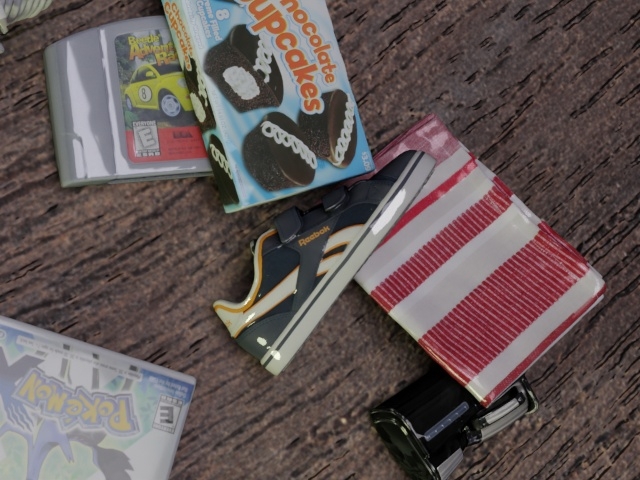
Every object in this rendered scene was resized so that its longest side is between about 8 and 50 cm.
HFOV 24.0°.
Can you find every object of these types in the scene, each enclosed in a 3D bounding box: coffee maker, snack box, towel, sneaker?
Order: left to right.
[{"bbox_3d":[-0.068,-0.211,1.802,0.187,0.060,0.321,-17,90,-27],"label":"snack box"},{"bbox_3d":[0.000,0.000,1.787,0.127,0.126,0.321,39,92,4],"label":"sneaker"},{"bbox_3d":[0.153,0.195,1.879,0.178,0.120,0.171,-33,74,-23],"label":"coffee maker"},{"bbox_3d":[0.168,0.017,1.876,0.237,0.037,0.329,-40,77,-21],"label":"towel"}]

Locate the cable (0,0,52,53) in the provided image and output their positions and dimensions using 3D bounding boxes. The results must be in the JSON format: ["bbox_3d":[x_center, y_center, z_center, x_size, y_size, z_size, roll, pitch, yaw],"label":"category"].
[{"bbox_3d":[-0.374,-0.361,1.647,0.089,0.257,0.257,-18,125,-27],"label":"cable"}]

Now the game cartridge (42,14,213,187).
[{"bbox_3d":[-0.180,-0.172,1.814,0.294,0.060,0.196,-7,82,-23],"label":"game cartridge"}]

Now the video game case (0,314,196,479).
[{"bbox_3d":[-0.334,0.251,1.706,0.329,0.036,0.299,20,77,-19],"label":"video game case"}]
